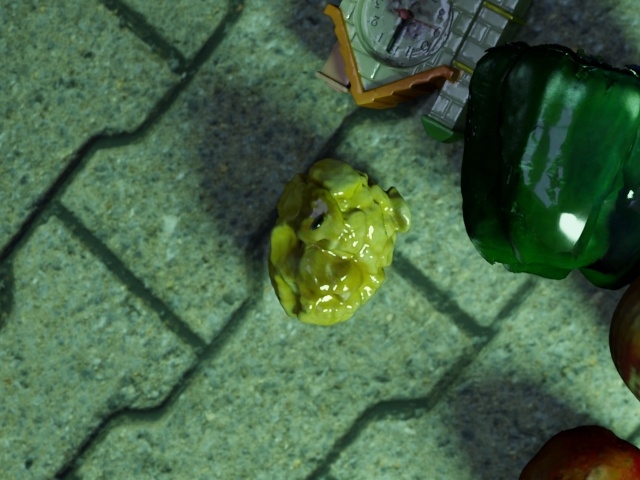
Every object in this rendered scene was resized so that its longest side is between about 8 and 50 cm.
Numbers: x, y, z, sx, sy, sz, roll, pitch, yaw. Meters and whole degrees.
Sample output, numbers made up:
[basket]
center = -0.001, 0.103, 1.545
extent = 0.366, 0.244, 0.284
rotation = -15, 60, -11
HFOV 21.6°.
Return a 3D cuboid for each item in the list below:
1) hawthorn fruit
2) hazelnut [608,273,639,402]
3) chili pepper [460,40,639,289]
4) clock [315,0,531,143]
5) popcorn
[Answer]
[hawthorn fruit]
center = 0.289, 0.299, 1.793
extent = 0.181, 0.235, 0.181
rotation = 2, 100, 10
[hazelnut]
center = 0.413, 0.103, 1.763
extent = 0.212, 0.181, 0.181
rotation = 31, 73, -2
[chili pepper]
center = 0.267, -0.082, 1.792
extent = 0.233, 0.248, 0.256
rotation = 14, 91, 58
[clock]
center = 0.116, -0.263, 1.922
extent = 0.220, 0.106, 0.255
rotation = 30, 101, 18
[popcorn]
center = 0.014, -0.007, 1.951
extent = 0.140, 0.163, 0.194
rotation = 30, 134, 37
